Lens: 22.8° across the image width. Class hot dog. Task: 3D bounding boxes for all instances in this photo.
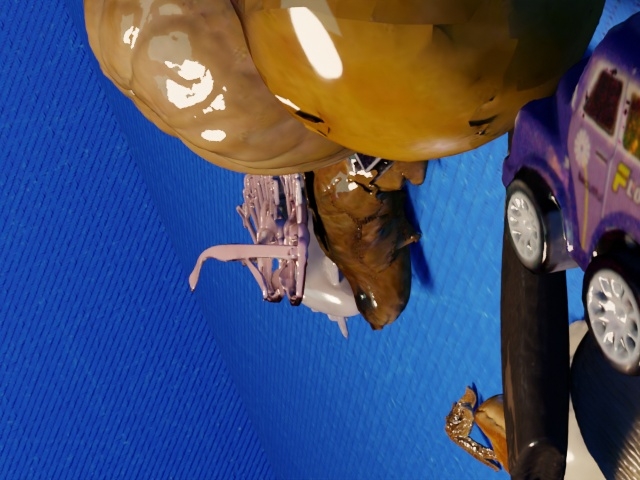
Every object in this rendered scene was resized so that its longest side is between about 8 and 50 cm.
[{"bbox_3d":[0.221,0.211,1.476,0.100,0.068,0.249,57,174,-29],"label":"hot dog"}]

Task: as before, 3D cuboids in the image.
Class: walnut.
[{"bbox_3d":[-0.043,-0.188,1.226,0.285,0.285,0.296,63,-179,-2],"label":"walnut"}]

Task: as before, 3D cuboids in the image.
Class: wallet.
[{"bbox_3d":[0.143,0.024,1.082,0.170,0.044,0.321,78,-168,-60],"label":"wallet"}]

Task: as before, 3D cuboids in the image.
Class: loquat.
[{"bbox_3d":[0.057,-0.167,0.947,0.235,0.235,0.235,57,167,21],"label":"loquat"}]

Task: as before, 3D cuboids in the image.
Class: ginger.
[{"bbox_3d":[0.046,-0.034,1.594,0.133,0.107,0.309,32,158,16],"label":"ginger"}]

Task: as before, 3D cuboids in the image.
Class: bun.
[{"bbox_3d":[0.249,0.111,1.030,0.173,0.113,0.166,63,158,-5],"label":"bun"}]

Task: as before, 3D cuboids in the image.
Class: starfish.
[{"bbox_3d":[0.162,0.214,1.790,0.133,0.041,0.130,66,169,-17],"label":"starfish"}]

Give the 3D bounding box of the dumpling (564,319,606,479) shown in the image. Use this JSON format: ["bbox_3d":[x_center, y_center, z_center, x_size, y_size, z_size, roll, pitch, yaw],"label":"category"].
[{"bbox_3d":[0.224,0.132,1.274,0.169,0.099,0.134,-94,20,-65],"label":"dumpling"}]

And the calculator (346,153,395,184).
[{"bbox_3d":[0.011,-0.196,1.409,0.274,0.028,0.166,60,145,10],"label":"calculator"}]

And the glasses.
[{"bbox_3d":[-0.071,-0.016,1.677,0.255,0.095,0.162,179,95,-72],"label":"glasses"}]

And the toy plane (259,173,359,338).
[{"bbox_3d":[0.000,0.000,1.810,0.244,0.117,0.245,162,90,-82],"label":"toy plane"}]

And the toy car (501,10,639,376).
[{"bbox_3d":[0.202,-0.042,0.819,0.235,0.172,0.158,-130,34,-54],"label":"toy car"}]
